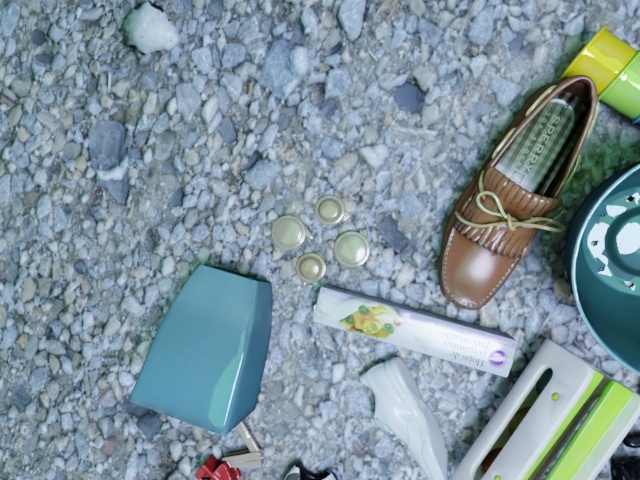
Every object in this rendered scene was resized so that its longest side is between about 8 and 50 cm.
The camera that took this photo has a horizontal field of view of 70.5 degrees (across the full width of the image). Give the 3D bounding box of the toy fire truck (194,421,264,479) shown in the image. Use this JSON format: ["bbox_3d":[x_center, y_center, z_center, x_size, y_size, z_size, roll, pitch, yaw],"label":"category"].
[{"bbox_3d":[-0.150,0.405,0.822,0.192,0.047,0.135,43,96,7],"label":"toy fire truck"}]

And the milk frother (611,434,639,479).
[{"bbox_3d":[0.521,0.355,0.655,0.135,0.143,0.129,-7,85,10],"label":"milk frother"}]

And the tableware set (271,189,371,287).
[{"bbox_3d":[0.000,0.000,0.808,0.169,0.020,0.141,-25,88,8],"label":"tableware set"}]

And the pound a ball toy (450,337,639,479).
[{"bbox_3d":[0.351,0.336,0.708,0.208,0.136,0.319,30,96,-17],"label":"pound a ball toy"}]

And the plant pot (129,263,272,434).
[{"bbox_3d":[-0.176,0.167,0.771,0.166,0.166,0.234,15,86,10],"label":"plant pot"}]

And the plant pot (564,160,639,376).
[{"bbox_3d":[0.474,0.017,0.601,0.293,0.235,0.292,3,100,19],"label":"plant pot"}]

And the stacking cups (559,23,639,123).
[{"bbox_3d":[0.514,-0.185,0.669,0.316,0.096,0.096,43,97,10],"label":"stacking cups"}]

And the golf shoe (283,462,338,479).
[{"bbox_3d":[0.023,0.456,0.777,0.198,0.077,0.093,19,93,8],"label":"golf shoe"}]

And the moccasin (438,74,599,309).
[{"bbox_3d":[0.300,-0.066,0.689,0.139,0.147,0.379,34,96,8],"label":"moccasin"}]

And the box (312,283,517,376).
[{"bbox_3d":[0.150,0.145,0.758,0.324,0.067,0.063,14,94,9],"label":"box"}]

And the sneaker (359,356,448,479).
[{"bbox_3d":[0.139,0.308,0.765,0.094,0.080,0.212,-29,78,21],"label":"sneaker"}]
